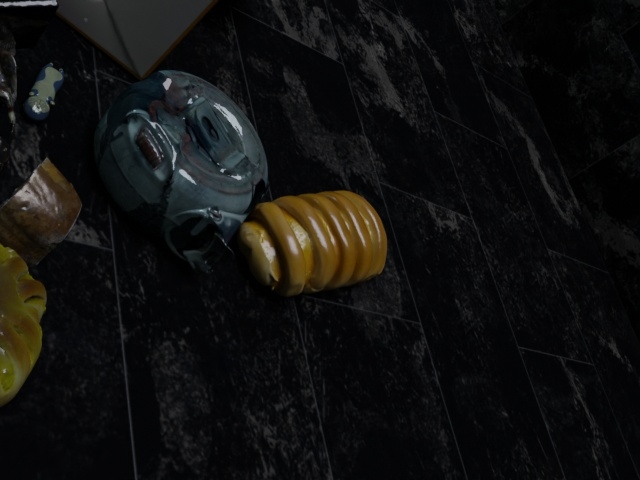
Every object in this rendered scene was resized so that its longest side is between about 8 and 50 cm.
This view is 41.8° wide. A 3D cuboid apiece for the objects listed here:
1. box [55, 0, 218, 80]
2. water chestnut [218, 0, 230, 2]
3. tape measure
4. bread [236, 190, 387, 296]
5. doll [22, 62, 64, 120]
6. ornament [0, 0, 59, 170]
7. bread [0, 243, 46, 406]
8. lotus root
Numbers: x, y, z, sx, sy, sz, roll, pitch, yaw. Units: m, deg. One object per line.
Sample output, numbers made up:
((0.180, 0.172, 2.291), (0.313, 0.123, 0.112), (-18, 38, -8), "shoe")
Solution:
((-0.278, -0.460, 1.316), (0.260, 0.284, 0.213), (37, 38, -24), "box")
((-0.184, -0.613, 1.550), (0.351, 0.302, 0.350), (30, 38, -26), "water chestnut")
((-0.193, -0.120, 1.244), (0.275, 0.147, 0.256), (47, 34, -12), "tape measure")
((0.000, 0.000, 1.394), (0.311, 0.121, 0.172), (-12, 71, -53), "bread")
((-0.392, -0.213, 1.190), (0.037, 0.027, 0.125), (27, 41, -23), "doll")
((-0.409, -0.179, 1.059), (0.153, 0.166, 0.195), (-10, 87, -31), "ornament")
((-0.381, 0.078, 0.883), (0.213, 0.105, 0.213), (28, 43, -29), "bread")
((-0.346, -0.033, 1.004), (0.081, 0.122, 0.112), (40, 27, -23), "lotus root")
